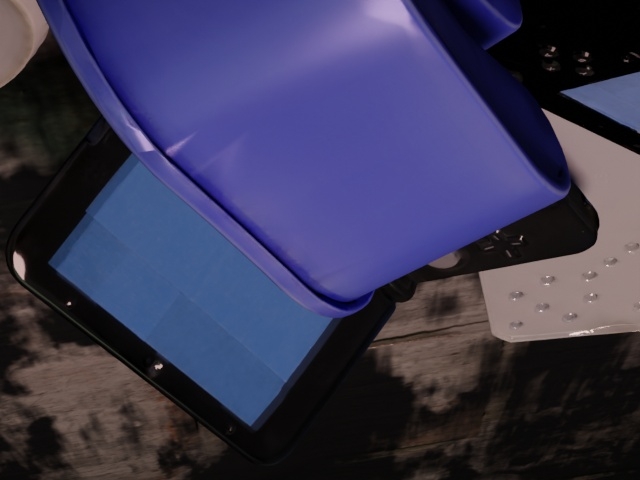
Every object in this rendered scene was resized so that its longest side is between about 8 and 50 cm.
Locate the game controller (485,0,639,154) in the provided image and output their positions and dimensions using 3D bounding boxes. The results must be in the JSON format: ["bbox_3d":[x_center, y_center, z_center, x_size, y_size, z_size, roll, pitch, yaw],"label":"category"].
[{"bbox_3d":[0.237,-0.076,0.970,0.319,0.067,0.166,20,172,-31],"label":"game controller"}]

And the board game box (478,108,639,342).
[{"bbox_3d":[0.289,-0.068,1.124,0.390,0.050,0.390,-6,144,9],"label":"board game box"}]

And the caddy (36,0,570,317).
[{"bbox_3d":[-0.024,-0.110,0.782,0.179,0.241,0.341,-23,143,19],"label":"caddy"}]

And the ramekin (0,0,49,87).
[{"bbox_3d":[-0.225,-0.142,0.820,0.207,0.109,0.207,-9,158,-3],"label":"ramekin"}]

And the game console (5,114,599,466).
[{"bbox_3d":[0.000,0.000,1.056,0.250,0.173,0.293,-12,141,35],"label":"game console"}]
